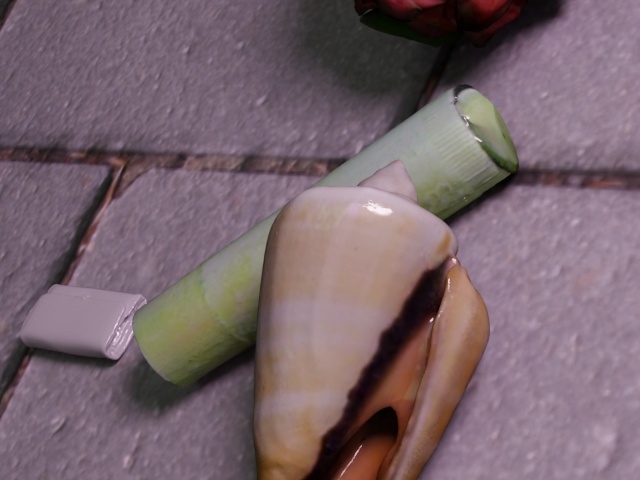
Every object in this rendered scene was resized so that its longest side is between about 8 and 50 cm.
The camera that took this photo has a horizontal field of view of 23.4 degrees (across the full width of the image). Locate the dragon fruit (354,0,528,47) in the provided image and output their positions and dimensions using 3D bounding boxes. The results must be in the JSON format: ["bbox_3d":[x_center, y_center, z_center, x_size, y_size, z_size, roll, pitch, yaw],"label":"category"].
[{"bbox_3d":[0.095,-0.275,1.065,0.234,0.293,0.234,-3,45,2],"label":"dragon fruit"}]

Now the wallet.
[{"bbox_3d":[-0.195,0.065,1.268,0.122,0.025,0.061,3,57,46],"label":"wallet"}]

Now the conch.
[{"bbox_3d":[0.026,0.074,0.992,0.158,0.127,0.255,17,94,15],"label":"conch"}]

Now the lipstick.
[{"bbox_3d":[0.000,0.000,1.087,0.304,0.076,0.076,-34,42,20],"label":"lipstick"}]
